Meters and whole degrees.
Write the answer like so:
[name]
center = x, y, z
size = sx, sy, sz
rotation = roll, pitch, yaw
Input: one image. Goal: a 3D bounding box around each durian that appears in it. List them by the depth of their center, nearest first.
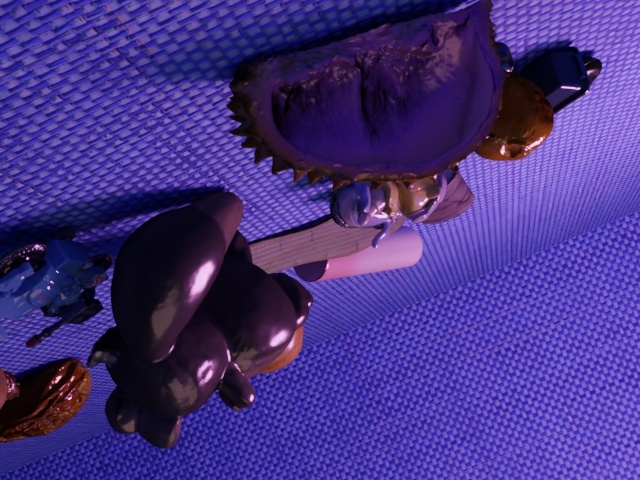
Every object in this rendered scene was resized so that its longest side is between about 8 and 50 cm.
[durian]
center = 0.058, -0.149, 1.366
size = 0.341, 0.191, 0.112
rotation = -20, -165, -17

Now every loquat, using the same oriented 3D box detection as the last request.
[loquat]
center = 0.255, -0.175, 1.680
size = 0.137, 0.137, 0.113
rotation = -25, 133, 14

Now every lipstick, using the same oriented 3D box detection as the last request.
[lipstick]
center = 0.077, 0.024, 2.372
size = 0.087, 0.087, 0.326
rotation = -30, 166, 35

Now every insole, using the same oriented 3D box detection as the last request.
[insole]
center = 0.000, 0.000, 2.173
size = 0.348, 0.009, 0.119
rotation = -16, 135, -13

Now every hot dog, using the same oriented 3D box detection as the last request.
[hot dog]
center = -0.596, 0.342, 2.516
size = 0.272, 0.122, 0.196
rotation = -23, 170, 12

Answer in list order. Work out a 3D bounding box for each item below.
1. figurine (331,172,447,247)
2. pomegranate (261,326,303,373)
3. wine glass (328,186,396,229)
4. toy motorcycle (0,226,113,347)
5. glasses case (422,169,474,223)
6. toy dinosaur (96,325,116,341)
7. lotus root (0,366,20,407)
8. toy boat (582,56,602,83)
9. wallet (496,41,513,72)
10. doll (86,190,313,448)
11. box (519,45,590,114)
[figurine]
center = 0.100, -0.074, 1.874
size = 0.183, 0.128, 0.208
rotation = -28, 163, 18
[pomegranate]
center = -0.115, 0.183, 2.526
size = 0.196, 0.196, 0.196
rotation = -21, 169, -4
[wine glass]
center = 0.074, -0.053, 2.062
size = 0.072, 0.072, 0.155
rotation = -26, 168, 22
[toy motorcycle]
center = -0.389, 0.065, 1.618
size = 0.182, 0.124, 0.272
rotation = -35, 165, 12
[glasses case]
center = 0.210, -0.085, 2.181
size = 0.114, 0.060, 0.299
rotation = -24, 169, 10
[toy dinosaur]
center = -0.290, 0.133, 2.272
size = 0.279, 0.055, 0.101
rotation = -22, -168, -13
[lotus root]
center = -0.626, 0.252, 1.971
size = 0.169, 0.152, 0.342
rotation = -34, 168, 32
[toy boat]
center = 0.339, -0.216, 1.844
size = 0.210, 0.052, 0.104
rotation = -31, 163, 35
[wallet]
center = 0.131, -0.191, 1.549
size = 0.202, 0.059, 0.141
rotation = -17, 162, -29
[doll]
center = -0.149, 0.091, 1.781
size = 0.382, 0.252, 0.379
rotation = -48, 171, -42
[box]
center = 0.327, -0.227, 1.721
size = 0.054, 0.074, 0.099
rotation = -2, 159, -35
